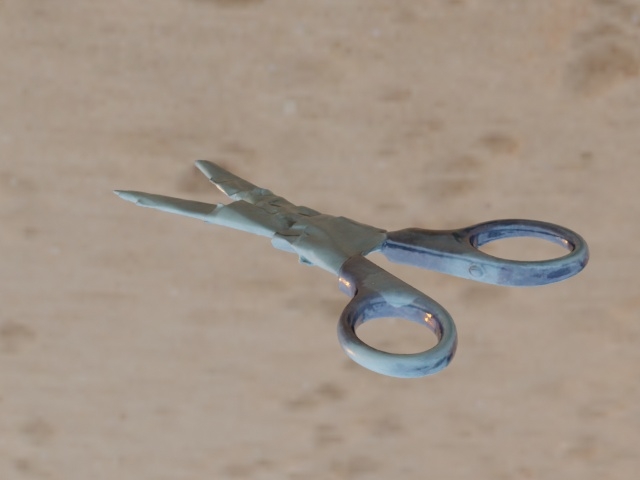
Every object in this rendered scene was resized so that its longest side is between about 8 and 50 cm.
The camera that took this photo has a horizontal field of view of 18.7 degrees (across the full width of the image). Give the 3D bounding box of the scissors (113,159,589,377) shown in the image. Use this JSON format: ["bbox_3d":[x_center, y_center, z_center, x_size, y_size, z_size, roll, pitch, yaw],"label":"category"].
[{"bbox_3d":[0.000,0.000,1.574,0.383,0.029,0.256,20,-145,33],"label":"scissors"}]
